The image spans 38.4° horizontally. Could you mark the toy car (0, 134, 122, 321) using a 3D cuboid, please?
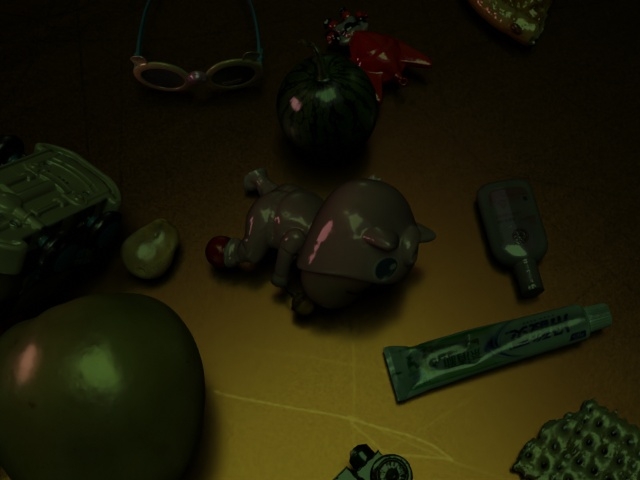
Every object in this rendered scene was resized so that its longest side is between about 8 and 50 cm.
[{"bbox_3d":[-0.388,0.002,1.173,0.204,0.198,0.248,35,32,11],"label":"toy car"}]

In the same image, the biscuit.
[{"bbox_3d":[0.359,0.281,1.140,0.203,0.016,0.144,32,70,12],"label":"biscuit"}]

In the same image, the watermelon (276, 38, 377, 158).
[{"bbox_3d":[0.005,-0.193,1.253,0.140,0.187,0.141,-4,63,8],"label":"watermelon"}]

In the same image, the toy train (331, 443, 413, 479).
[{"bbox_3d":[0.093,0.349,1.073,0.137,0.090,0.225,-42,73,-9],"label":"toy train"}]

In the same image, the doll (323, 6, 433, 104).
[{"bbox_3d":[0.073,-0.284,1.364,0.109,0.057,0.169,-36,72,-13],"label":"doll"}]

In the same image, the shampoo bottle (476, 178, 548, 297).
[{"bbox_3d":[0.267,-0.004,1.252,0.080,0.040,0.165,-8,66,-6],"label":"shampoo bottle"}]

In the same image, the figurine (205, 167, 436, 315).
[{"bbox_3d":[0.000,0.000,1.209,0.287,0.176,0.186,11,108,21],"label":"figurine"}]

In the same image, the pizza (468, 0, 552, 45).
[{"bbox_3d":[0.305,-0.384,1.410,0.161,0.062,0.182,-20,66,-15],"label":"pizza"}]

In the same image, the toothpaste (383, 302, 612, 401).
[{"bbox_3d":[0.232,0.134,1.190,0.296,0.048,0.075,-15,67,-4],"label":"toothpaste"}]

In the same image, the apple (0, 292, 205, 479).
[{"bbox_3d":[-0.256,0.182,1.062,0.262,0.262,0.262,0,66,0],"label":"apple"}]

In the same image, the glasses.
[{"bbox_3d":[-0.179,-0.304,1.385,0.189,0.088,0.221,-2,46,-1],"label":"glasses"}]

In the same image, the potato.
[{"bbox_3d":[-0.226,0.010,1.231,0.068,0.062,0.083,38,94,-15],"label":"potato"}]
